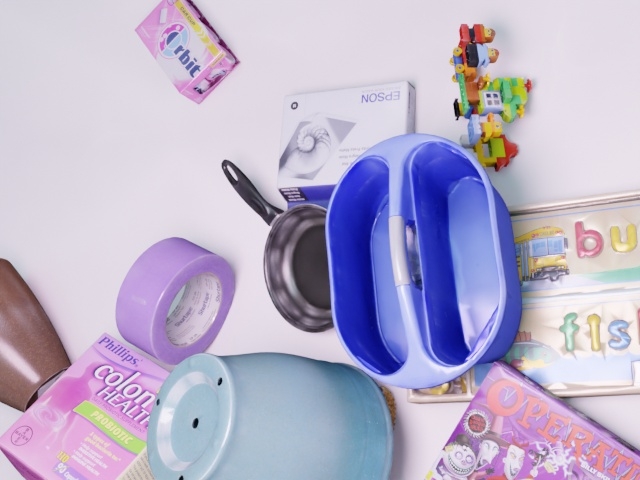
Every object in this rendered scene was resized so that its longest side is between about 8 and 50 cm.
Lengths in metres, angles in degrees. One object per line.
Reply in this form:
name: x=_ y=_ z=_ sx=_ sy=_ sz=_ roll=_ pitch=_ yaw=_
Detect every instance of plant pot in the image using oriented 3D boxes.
plant pot: x=-0.084 y=0.269 z=1.276 sx=0.271 sy=0.255 sz=0.272 roll=-25 pitch=53 yaw=38
plant pot: x=-0.545 y=0.184 z=1.622 sx=0.230 sy=0.215 sz=0.215 roll=40 pitch=98 yaw=14

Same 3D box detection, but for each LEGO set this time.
LEGO set: x=0.000 y=0.002 z=1.473 sx=0.083 sy=0.023 sz=0.054 roll=49 pitch=131 yaw=9

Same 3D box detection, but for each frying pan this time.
frying pan: x=-0.055 y=0.017 z=1.466 sx=0.326 sy=0.053 sz=0.197 roll=29 pitch=113 yaw=38

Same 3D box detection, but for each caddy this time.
caddy: x=0.135 y=0.029 z=1.251 sx=0.241 sy=0.179 sz=0.342 roll=-13 pitch=73 yaw=25

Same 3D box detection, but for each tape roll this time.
tape roll: x=-0.227 y=0.095 z=1.471 sx=0.080 sy=0.189 sz=0.189 roll=24 pitch=90 yaw=28

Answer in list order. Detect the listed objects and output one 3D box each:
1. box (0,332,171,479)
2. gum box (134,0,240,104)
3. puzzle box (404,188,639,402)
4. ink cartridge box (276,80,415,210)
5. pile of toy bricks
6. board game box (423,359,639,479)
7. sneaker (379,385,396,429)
box: x=-0.331 y=0.302 z=1.457 sx=0.213 sy=0.117 sz=0.243 roll=25 pitch=57 yaw=30
gum box: x=-0.234 y=-0.339 z=1.644 sx=0.107 sy=0.062 sz=0.188 roll=-43 pitch=63 yaw=13
puzzle box: x=0.309 y=0.080 z=1.281 sx=0.408 sy=0.052 sz=0.272 roll=-8 pitch=74 yaw=26
ink cartridge box: x=0.038 y=-0.130 z=1.469 sx=0.223 sy=0.045 sz=0.224 roll=-3 pitch=78 yaw=26
pile of toy bricks: x=0.256 y=-0.215 z=1.356 sx=0.105 sy=0.118 sz=0.212 roll=-1 pitch=66 yaw=-6
board game box: x=0.320 y=0.333 z=1.190 sx=0.346 sy=0.056 sz=0.208 roll=33 pitch=98 yaw=24
sneaker: x=0.051 y=0.298 z=1.354 sx=0.083 sy=0.069 sz=0.186 roll=10 pitch=81 yaw=28
